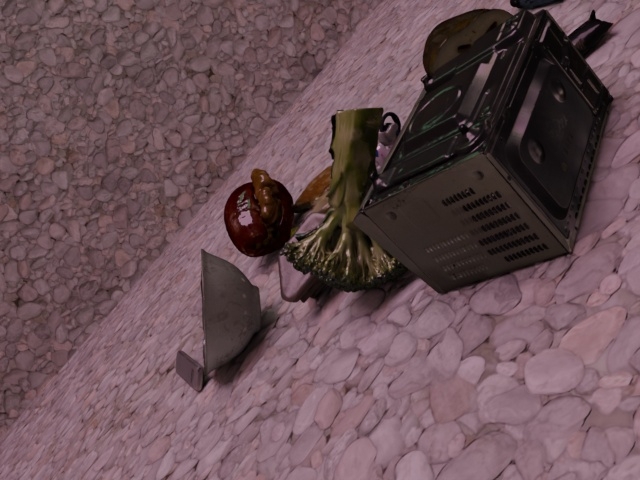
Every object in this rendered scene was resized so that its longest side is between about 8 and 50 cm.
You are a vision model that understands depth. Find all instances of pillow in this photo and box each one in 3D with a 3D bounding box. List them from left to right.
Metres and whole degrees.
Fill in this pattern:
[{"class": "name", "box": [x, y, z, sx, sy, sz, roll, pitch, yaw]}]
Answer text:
[{"class": "pillow", "box": [0.535, -0.410, 1.442, 0.150, 0.048, 0.090, -45, 10, 20]}]

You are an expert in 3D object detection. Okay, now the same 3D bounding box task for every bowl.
[{"class": "bowl", "box": [-0.225, 0.174, 1.724, 0.313, 0.146, 0.314, 178, 90, -78]}]

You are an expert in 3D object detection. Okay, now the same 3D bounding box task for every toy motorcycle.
[{"class": "toy motorcycle", "box": [0.178, -0.163, 1.483, 0.102, 0.221, 0.150, 8, 68, 48]}]

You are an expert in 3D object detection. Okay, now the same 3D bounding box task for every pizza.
[{"class": "pizza", "box": [0.010, -0.165, 2.131, 0.181, 0.034, 0.262, -55, 19, -20]}]

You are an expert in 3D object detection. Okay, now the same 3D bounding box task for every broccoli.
[{"class": "broccoli", "box": [0.089, -0.078, 1.358, 0.221, 0.251, 0.362, -107, 38, -72]}]

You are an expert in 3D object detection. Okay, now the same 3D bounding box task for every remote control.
[{"class": "remote control", "box": [-0.354, 0.350, 1.867, 0.261, 0.029, 0.067, -178, 93, -67]}]

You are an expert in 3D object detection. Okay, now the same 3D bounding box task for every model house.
[{"class": "model house", "box": [-0.008, 0.040, 1.600, 0.229, 0.122, 0.188, -53, -18, 1]}]

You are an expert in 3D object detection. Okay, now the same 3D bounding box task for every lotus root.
[{"class": "lotus root", "box": [0.395, -0.555, 1.909, 0.267, 0.149, 0.260, -39, 20, 16]}]

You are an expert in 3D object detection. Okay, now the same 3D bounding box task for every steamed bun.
[{"class": "steamed bun", "box": [0.055, -0.083, 1.760, 0.192, 0.106, 0.177, -42, 13, -12]}]

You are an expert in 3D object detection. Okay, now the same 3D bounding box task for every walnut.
[{"class": "walnut", "box": [-0.173, -0.086, 2.090, 0.269, 0.221, 0.244, -117, 40, -53]}]

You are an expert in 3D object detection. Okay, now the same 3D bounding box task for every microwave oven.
[{"class": "microwave oven", "box": [0.274, -0.155, 1.185, 0.333, 0.247, 0.394, -27, 27, 49]}]

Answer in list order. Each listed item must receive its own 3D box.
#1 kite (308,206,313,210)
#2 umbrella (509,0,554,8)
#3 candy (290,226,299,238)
[{"class": "kite", "box": [0.028, -0.090, 1.930, 0.244, 0.006, 0.198, -37, 28, 4]}, {"class": "umbrella", "box": [0.578, -0.655, 1.842, 0.052, 0.053, 0.250, -48, 19, 0]}, {"class": "candy", "box": [0.001, 0.003, 1.785, 0.262, 0.073, 0.077, 4, 71, 58]}]
